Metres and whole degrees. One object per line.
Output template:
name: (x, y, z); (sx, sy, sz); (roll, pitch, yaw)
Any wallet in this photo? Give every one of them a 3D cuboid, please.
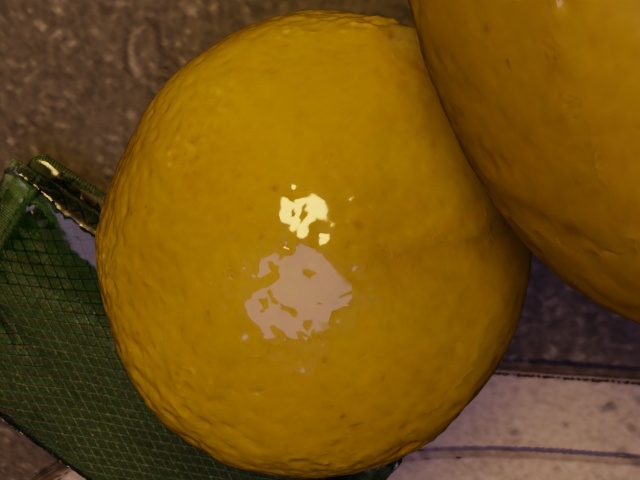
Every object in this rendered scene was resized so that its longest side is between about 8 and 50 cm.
wallet: (-0.085, 0.074, 0.684); (0.236, 0.055, 0.160); (37, 126, -4)

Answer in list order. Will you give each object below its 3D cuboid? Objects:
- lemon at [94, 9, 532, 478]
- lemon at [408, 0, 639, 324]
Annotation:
lemon: (0.000, 0.000, 0.545); (0.178, 0.178, 0.203); (28, 121, -6)
lemon: (0.140, -0.093, 0.425); (0.235, 0.236, 0.263); (7, 132, 8)
